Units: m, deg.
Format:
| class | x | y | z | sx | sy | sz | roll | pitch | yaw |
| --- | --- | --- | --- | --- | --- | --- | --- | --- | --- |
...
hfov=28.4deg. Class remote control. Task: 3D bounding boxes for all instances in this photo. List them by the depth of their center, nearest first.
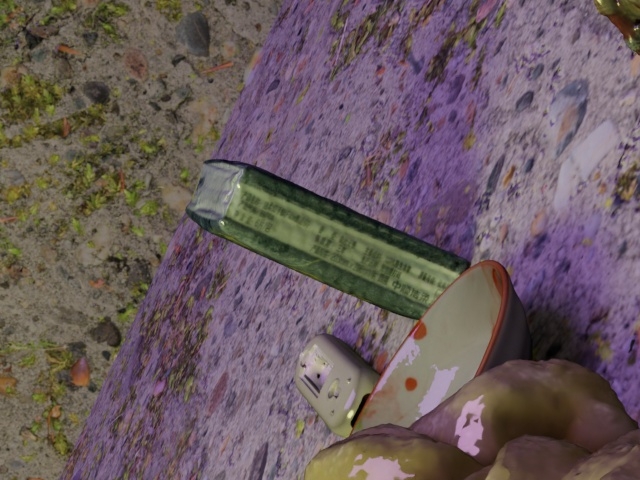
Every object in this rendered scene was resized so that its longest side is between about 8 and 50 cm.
| class | x | y | z | sx | sy | sz | roll | pitch | yaw |
| --- | --- | --- | --- | --- | --- | --- | --- | --- | --- |
| remote control | 0.015 | 0.157 | 1.405 | 0.078 | 0.042 | 0.221 | -63 | 16 | 3 |

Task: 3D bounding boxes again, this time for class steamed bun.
| class | x | y | z | sx | sy | sz | roll | pitch | yaw |
| --- | --- | --- | --- | --- | --- | --- | --- | --- | --- |
| steamed bun | 0.093 | 0.221 | 0.768 | 0.325 | 0.230 | 0.372 | -62 | 14 | -2 |

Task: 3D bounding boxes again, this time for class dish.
| class | x | y | z | sx | sy | sz | roll | pitch | yaw |
| --- | --- | --- | --- | --- | --- | --- | --- | --- | --- |
| dish | 0.109 | 0.147 | 1.041 | 0.260 | 0.085 | 0.260 | -56 | 9 | 13 |

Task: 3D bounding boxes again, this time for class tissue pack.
| class | x | y | z | sx | sy | sz | roll | pitch | yaw |
| --- | --- | --- | --- | --- | --- | --- | --- | --- | --- |
| tissue pack | 0.000 | 0.000 | 1.302 | 0.081 | 0.257 | 0.185 | -67 | 18 | -1 |

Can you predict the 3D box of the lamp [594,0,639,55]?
| class | x | y | z | sx | sy | sz | roll | pitch | yaw |
| --- | --- | --- | --- | --- | --- | --- | --- | --- | --- |
| lamp | 0.295 | -0.248 | 0.955 | 0.151 | 0.215 | 0.223 | -135 | 47 | -58 |
